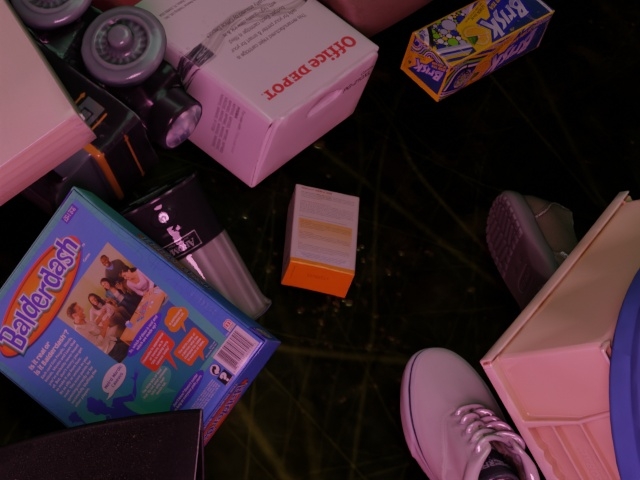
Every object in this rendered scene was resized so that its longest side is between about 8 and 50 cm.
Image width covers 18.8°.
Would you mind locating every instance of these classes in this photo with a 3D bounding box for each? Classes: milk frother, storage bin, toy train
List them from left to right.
[{"bbox_3d":[-0.268,-0.161,1.735,0.334,0.142,0.190,37,75,17],"label":"toy train"},{"bbox_3d":[-0.123,0.018,1.676,0.135,0.129,0.143,62,17,-9],"label":"milk frother"},{"bbox_3d":[0.301,0.125,1.633,0.262,0.123,0.260,-45,113,-42],"label":"storage bin"}]

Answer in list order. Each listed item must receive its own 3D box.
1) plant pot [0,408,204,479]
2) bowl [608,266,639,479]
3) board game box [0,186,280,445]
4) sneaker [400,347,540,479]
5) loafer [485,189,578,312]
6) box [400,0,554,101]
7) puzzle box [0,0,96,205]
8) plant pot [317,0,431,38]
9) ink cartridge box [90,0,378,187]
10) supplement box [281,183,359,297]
[{"bbox_3d":[-0.174,0.245,1.404,0.167,0.187,0.188,3,48,0],"label":"plant pot"},{"bbox_3d":[0.375,0.153,1.539,0.391,0.077,0.391,15,66,-38],"label":"bowl"},{"bbox_3d":[-0.162,0.082,1.566,0.210,0.160,0.047,38,5,14],"label":"board game box"},{"bbox_3d":[0.140,0.184,1.615,0.094,0.091,0.258,-5,52,-23],"label":"sneaker"},{"bbox_3d":[0.232,0.054,1.760,0.087,0.094,0.251,-4,55,-22],"label":"loafer"},{"bbox_3d":[0.164,-0.208,1.996,0.169,0.054,0.059,-30,65,-36],"label":"box"},{"bbox_3d":[-0.400,-0.164,1.663,0.272,0.052,0.409,-35,63,1],"label":"puzzle box"},{"bbox_3d":[0.050,-0.315,1.947,0.263,0.263,0.229,36,66,13],"label":"plant pot"},{"bbox_3d":[-0.090,-0.185,1.854,0.237,0.100,0.172,38,49,16],"label":"ink cartridge box"},{"bbox_3d":[0.000,0.000,1.767,0.062,0.036,0.098,13,47,-8],"label":"supplement box"}]
